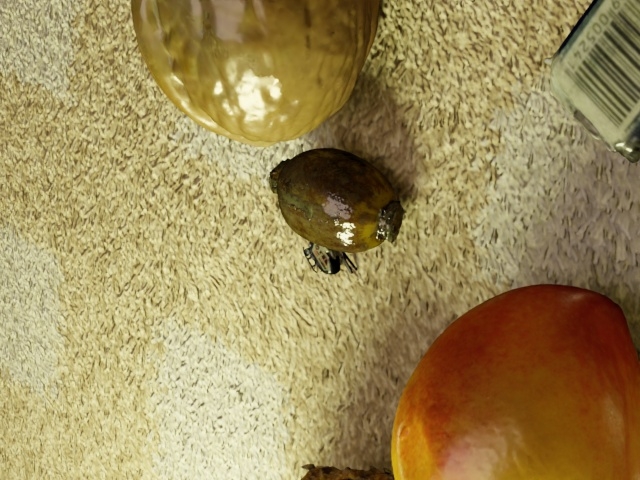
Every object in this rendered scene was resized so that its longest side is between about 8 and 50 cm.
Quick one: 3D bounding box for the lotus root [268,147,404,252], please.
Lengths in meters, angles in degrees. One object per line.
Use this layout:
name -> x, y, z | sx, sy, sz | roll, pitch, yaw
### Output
lotus root -> 0.013, -0.052, 1.902 | 0.209, 0.120, 0.120 | 24, 116, 36

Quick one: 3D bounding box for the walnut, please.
walnut -> -0.073, -0.270, 1.817 | 0.333, 0.333, 0.332 | 12, 108, 41

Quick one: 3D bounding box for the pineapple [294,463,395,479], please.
pineapple -> 0.029, 0.450, 1.859 | 0.352, 0.352, 0.300 | 47, 136, 25

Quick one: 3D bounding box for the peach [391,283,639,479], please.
peach -> 0.214, 0.202, 1.667 | 0.289, 0.289, 0.307 | 16, 117, 39

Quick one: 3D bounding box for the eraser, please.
eraser -> 0.368, -0.241, 1.539 | 0.155, 0.102, 0.332 | 51, 127, 24

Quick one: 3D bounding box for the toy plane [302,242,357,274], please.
toy plane -> 0.000, 0.000, 1.981 | 0.049, 0.031, 0.120 | -39, 75, 35
